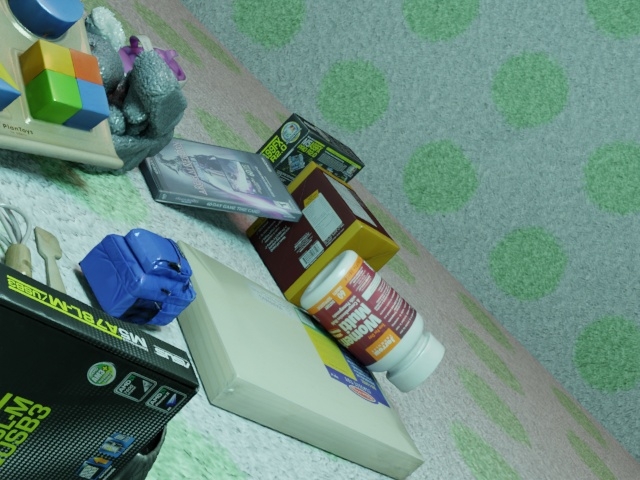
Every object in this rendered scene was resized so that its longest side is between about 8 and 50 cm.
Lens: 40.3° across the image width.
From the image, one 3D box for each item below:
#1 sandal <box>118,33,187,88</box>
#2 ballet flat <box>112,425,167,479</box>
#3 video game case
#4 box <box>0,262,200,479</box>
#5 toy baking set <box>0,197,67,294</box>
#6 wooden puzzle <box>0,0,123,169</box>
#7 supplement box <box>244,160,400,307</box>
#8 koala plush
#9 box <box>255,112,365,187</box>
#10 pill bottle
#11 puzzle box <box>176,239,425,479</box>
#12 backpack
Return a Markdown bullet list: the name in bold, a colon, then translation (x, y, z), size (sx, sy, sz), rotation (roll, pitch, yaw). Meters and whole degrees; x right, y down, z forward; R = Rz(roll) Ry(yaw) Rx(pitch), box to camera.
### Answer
- **sandal**: translation (-0.362, -0.389, 1.896), size (0.169, 0.102, 0.416), rotation (42, 13, -13)
- **ballet flat**: translation (-0.164, 0.179, 0.816), size (0.057, 0.049, 0.173), rotation (43, 12, -14)
- **video game case**: translation (-0.185, -0.113, 1.530), size (0.274, 0.026, 0.196), rotation (9, 32, -34)
- **box**: translation (-0.206, 0.115, 0.559), size (0.184, 0.190, 0.045), rotation (35, 15, -43)
- **toy baking set**: translation (-0.317, 0.018, 0.888), size (0.197, 0.030, 0.256), rotation (49, 13, 19)
- **wooden puzzle**: translation (-0.402, -0.265, 1.101), size (0.322, 0.080, 0.348), rotation (7, 56, -53)
- **supplement box**: translation (0.000, 0.000, 1.598), size (0.129, 0.191, 0.194), rotation (28, 21, -48)
- **koala plush**: translation (-0.333, -0.232, 1.331), size (0.221, 0.196, 0.203), rotation (46, 1, 7)
- **box**: translation (-0.050, -0.133, 1.814), size (0.060, 0.216, 0.270), rotation (50, 14, 26)
- **pill bottle**: translation (0.084, 0.130, 1.376), size (0.221, 0.121, 0.121), rotation (44, 12, -6)
- **puzzle box**: translation (-0.036, 0.178, 1.234), size (0.409, 0.052, 0.272), rotation (34, 16, -41)
- **backpack**: translation (-0.199, 0.046, 1.023), size (0.098, 0.101, 0.120), rotation (60, 14, 28)
